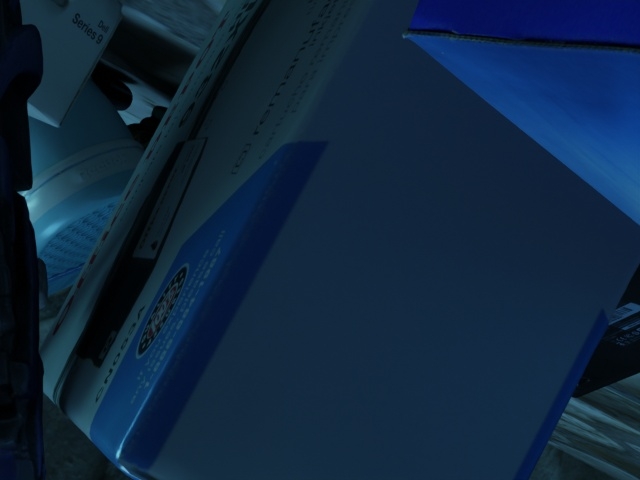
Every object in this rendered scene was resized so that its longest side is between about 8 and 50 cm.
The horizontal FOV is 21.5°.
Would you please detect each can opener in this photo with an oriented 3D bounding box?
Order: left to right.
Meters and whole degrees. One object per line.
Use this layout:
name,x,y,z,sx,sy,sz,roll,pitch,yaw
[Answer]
can opener,-0.225,-0.126,1.376,0.073,0.059,0.186,31,172,-37

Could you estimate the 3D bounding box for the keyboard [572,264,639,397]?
keyboard,0.128,0.028,0.661,0.108,0.023,0.180,18,156,-19

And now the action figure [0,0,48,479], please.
action figure,-0.204,-0.008,0.722,0.179,0.341,0.330,-4,156,-9

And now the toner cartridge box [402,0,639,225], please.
toner cartridge box,0.195,0.000,0.471,0.165,0.075,0.348,14,166,48

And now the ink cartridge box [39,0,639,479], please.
ink cartridge box,0.000,0.000,0.677,0.129,0.223,0.307,29,174,-14

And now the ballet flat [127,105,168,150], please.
ballet flat,-0.009,0.030,1.159,0.164,0.182,0.483,20,179,-39

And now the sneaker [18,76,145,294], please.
sneaker,-0.228,-0.066,1.198,0.319,0.127,0.208,-36,80,56

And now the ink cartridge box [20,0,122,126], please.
ink cartridge box,-0.246,-0.164,0.997,0.212,0.093,0.154,22,172,28
